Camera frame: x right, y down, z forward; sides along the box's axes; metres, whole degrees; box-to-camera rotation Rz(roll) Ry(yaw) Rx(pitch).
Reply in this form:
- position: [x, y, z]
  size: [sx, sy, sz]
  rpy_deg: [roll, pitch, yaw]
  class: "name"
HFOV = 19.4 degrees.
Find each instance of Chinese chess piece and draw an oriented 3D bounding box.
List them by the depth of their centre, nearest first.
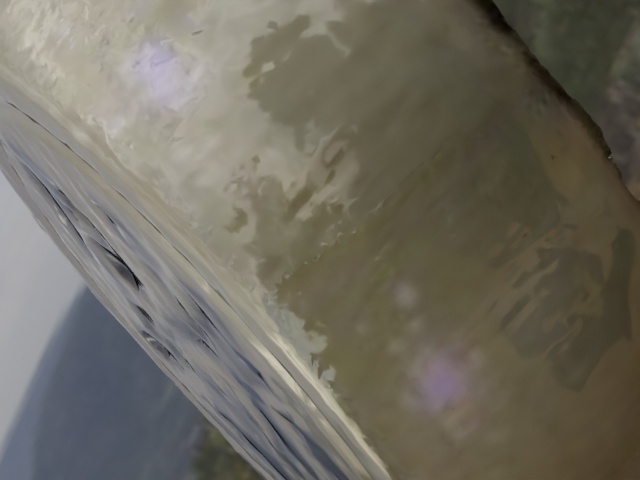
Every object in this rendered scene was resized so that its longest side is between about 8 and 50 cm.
- position: [0.000, 0.000, 0.567]
  size: [0.104, 0.257, 0.257]
  rpy_deg: [-42, -1, -13]
  class: "Chinese chess piece"
